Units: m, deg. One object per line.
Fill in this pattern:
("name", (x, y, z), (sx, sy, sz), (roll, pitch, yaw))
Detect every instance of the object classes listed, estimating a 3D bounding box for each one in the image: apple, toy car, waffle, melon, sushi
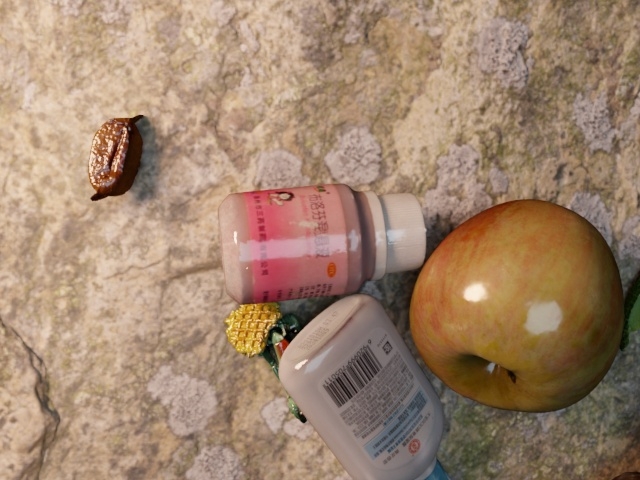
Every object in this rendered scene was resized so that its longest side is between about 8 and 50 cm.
("apple", (0.245, 0.078, 0.847), (0.257, 0.257, 0.233), (31, 58, -11))
("toy car", (-0.032, 0.171, 0.897), (0.073, 0.054, 0.143), (-30, 99, -5))
("waffle", (-0.086, 0.108, 0.880), (0.085, 0.078, 0.016), (-49, 145, -9))
("melon", (0.522, 0.057, 0.998), (0.261, 0.053, 0.114), (-48, 118, 1))
("sushi", (-0.252, -0.106, 0.840), (0.052, 0.055, 0.120), (6, 83, 1))

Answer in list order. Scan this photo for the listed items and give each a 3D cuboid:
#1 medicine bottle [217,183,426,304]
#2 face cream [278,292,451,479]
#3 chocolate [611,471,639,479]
("medicine bottle", (0.000, 0.000, 0.845), (0.247, 0.147, 0.147), (-7, 96, -9))
("face cream", (0.086, 0.235, 0.880), (0.163, 0.080, 0.336), (-42, 114, -20))
("chocolate", (0.462, 0.452, 0.978), (0.110, 0.110, 0.247), (-4, 92, -9))
